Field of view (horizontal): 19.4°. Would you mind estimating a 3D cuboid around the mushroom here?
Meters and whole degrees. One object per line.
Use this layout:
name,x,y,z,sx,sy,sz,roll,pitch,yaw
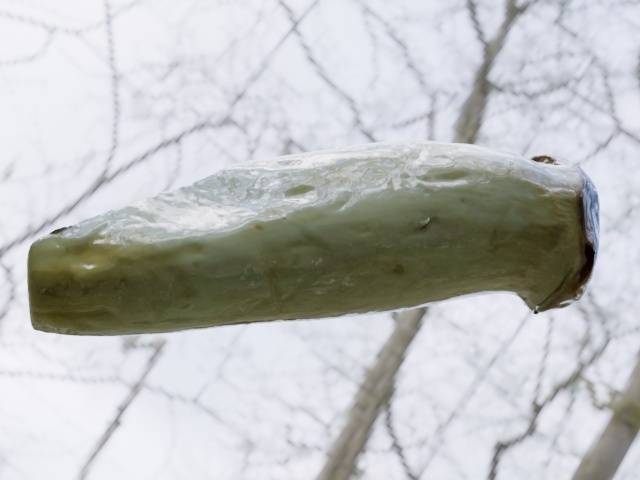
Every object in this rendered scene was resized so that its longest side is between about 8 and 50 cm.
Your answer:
mushroom,0.000,-0.003,1.059,0.333,0.107,0.087,-4,-45,-11
